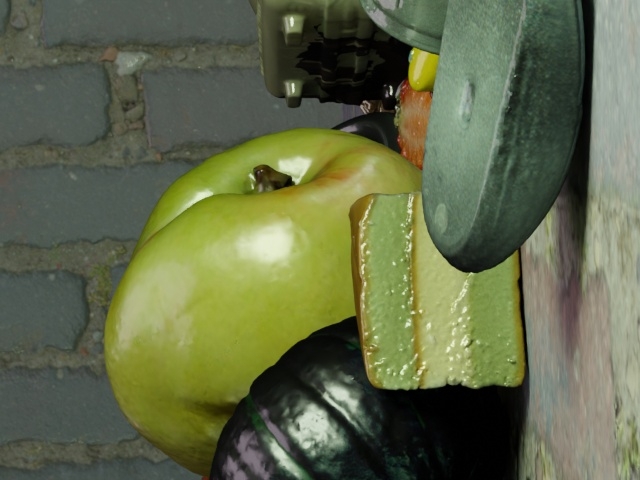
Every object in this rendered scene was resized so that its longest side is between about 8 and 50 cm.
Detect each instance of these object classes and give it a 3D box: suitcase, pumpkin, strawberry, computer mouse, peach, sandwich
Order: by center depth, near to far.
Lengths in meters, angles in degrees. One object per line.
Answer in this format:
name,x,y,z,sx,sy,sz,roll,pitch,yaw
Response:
computer mouse,0.113,-0.090,1.129,0.113,0.068,0.229,-131,46,-57
sandwich,0.080,0.038,1.469,0.187,0.117,0.144,126,144,-85
pumpkin,0.050,0.189,1.474,0.248,0.248,0.248,177,90,-88
peach,-0.023,0.060,1.713,0.281,0.314,0.315,-92,-17,-49
strawberry,0.101,-0.101,1.739,0.152,0.048,0.104,-144,57,-70
suitcase,0.008,-0.321,1.932,0.351,0.194,0.339,97,173,-76

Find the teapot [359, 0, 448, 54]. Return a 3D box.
teapot,0.086,-0.172,1.232,0.149,0.111,0.108,-87,10,-52

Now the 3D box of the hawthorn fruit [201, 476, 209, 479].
hawthorn fruit,0.000,0.285,1.965,0.295,0.295,0.311,-116,26,-84

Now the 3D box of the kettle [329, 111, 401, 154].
kettle,0.000,0.000,1.982,0.290,0.207,0.268,-22,49,43

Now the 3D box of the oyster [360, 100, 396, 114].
oyster,0.069,-0.164,2.261,0.345,0.078,0.128,-101,0,-58

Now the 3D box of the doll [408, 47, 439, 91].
doll,0.110,-0.123,1.376,0.113,0.071,0.135,174,87,-70
